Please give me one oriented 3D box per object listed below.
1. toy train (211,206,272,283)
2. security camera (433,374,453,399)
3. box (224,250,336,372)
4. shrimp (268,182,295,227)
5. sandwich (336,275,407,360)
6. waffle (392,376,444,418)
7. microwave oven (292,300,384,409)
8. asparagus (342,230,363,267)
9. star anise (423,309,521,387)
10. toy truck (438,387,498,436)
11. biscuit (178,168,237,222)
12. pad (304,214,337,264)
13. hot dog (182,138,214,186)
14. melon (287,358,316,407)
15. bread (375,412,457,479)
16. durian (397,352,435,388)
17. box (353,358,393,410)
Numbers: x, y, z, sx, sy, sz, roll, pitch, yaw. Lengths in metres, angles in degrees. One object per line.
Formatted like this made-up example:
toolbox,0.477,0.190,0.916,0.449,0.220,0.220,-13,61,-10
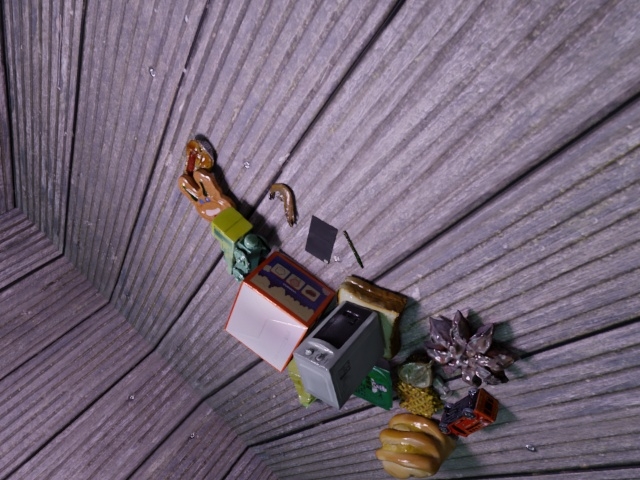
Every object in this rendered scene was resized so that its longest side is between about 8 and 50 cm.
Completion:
toy train,-0.340,0.044,1.916,0.237,0.150,0.369,42,151,10
security camera,0.465,0.561,1.770,0.058,0.058,0.092,-34,86,49
box,-0.169,0.290,1.893,0.319,0.257,0.348,33,131,9
shrimp,-0.148,-0.133,1.728,0.124,0.034,0.178,18,130,33
sandwich,0.184,0.293,1.745,0.271,0.099,0.301,26,139,28
waffle,0.388,0.641,1.873,0.197,0.070,0.193,-14,113,45
microwave oven,0.066,0.396,1.627,0.181,0.295,0.237,16,132,37
asparagus,0.118,0.035,1.656,0.016,0.013,0.166,-14,113,34
star anise,0.490,0.376,1.540,0.332,0.117,0.331,22,129,30
toy truck,0.550,0.659,1.724,0.114,0.107,0.252,32,136,3
biscuit,-0.448,-0.147,1.897,0.202,0.047,0.334,-7,131,33
pad,0.000,0.000,1.732,0.116,0.004,0.193,30,137,18
hot dog,-0.497,-0.305,1.854,0.131,0.069,0.252,41,140,4
melon,-0.075,0.695,2.269,0.196,0.124,0.323,22,140,27
bread,0.371,0.861,1.932,0.316,0.270,0.211,-22,92,53
durian,0.377,0.481,1.742,0.148,0.091,0.188,32,135,-3
box,0.173,0.553,1.957,0.337,0.106,0.264,15,131,30
